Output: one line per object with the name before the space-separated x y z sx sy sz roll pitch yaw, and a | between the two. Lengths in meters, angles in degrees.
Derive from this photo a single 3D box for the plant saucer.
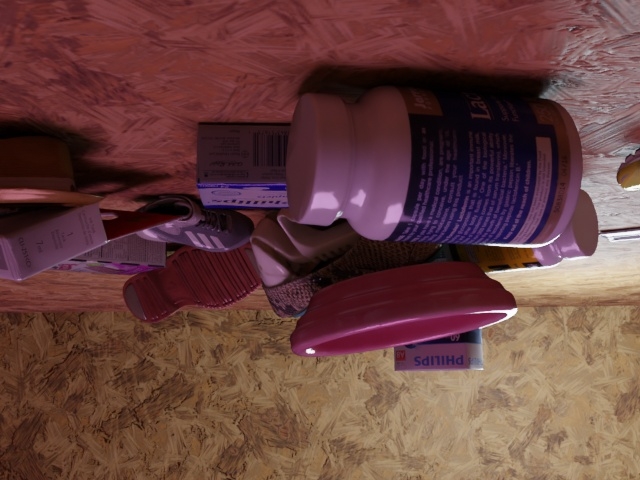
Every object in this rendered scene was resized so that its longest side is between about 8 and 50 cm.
plant saucer | 0.115 0.100 1.403 0.332 0.084 0.332 -10 168 -2

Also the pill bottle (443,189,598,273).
pill bottle | 0.295 -0.014 1.426 0.208 0.119 0.119 -8 168 38

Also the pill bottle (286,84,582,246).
pill bottle | 0.106 -0.073 0.942 0.264 0.153 0.153 2 171 -17

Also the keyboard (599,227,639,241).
keyboard | 0.644 -0.020 1.755 0.256 0.014 0.072 -7 164 32

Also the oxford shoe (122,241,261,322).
oxford shoe | -0.230 0.055 1.927 0.397 0.141 0.146 -14 -165 38

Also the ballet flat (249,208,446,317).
ballet flat | 0.000 0.000 1.494 0.182 0.164 0.482 27 154 -23

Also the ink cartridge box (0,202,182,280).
ink cartridge box | -0.382 -0.029 1.309 0.296 0.066 0.261 5 -157 43

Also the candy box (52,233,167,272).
candy box | -0.414 0.017 1.722 0.233 0.071 0.159 7 169 -35

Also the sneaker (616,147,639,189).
sneaker | 0.454 -0.073 1.148 0.208 0.094 0.081 -7 170 43

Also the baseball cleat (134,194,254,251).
baseball cleat | -0.185 -0.026 1.481 0.205 0.072 0.109 0 165 -28

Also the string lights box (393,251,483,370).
string lights box | 0.193 0.087 1.601 0.133 0.260 0.076 -6 169 29

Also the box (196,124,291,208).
box | -0.077 -0.084 1.117 0.126 0.072 0.137 0 171 -2

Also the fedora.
fedora | -0.342 -0.078 1.110 0.194 0.079 0.194 -2 180 0
